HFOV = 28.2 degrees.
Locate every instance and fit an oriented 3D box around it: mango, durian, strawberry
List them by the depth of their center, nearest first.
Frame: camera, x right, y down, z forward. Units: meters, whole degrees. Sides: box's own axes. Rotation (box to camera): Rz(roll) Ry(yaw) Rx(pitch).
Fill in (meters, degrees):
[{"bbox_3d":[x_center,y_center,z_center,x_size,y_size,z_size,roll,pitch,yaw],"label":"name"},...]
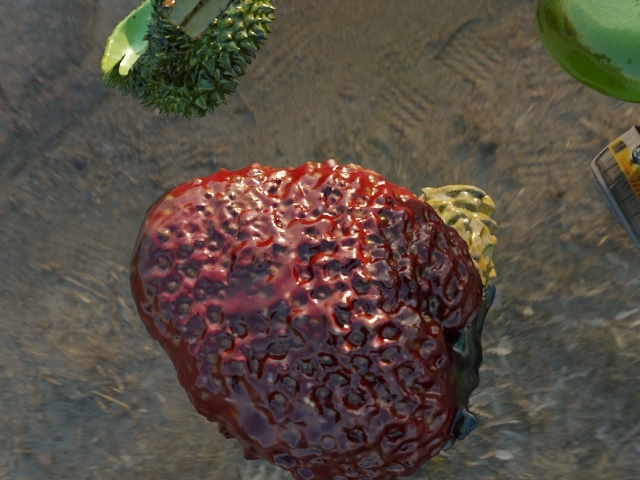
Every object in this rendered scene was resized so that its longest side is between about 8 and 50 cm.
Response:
[{"bbox_3d":[0.229,-0.169,0.980,0.117,0.089,0.163,-19,43,4],"label":"mango"},{"bbox_3d":[-0.006,0.065,1.050,0.261,0.257,0.261,-18,58,31],"label":"strawberry"},{"bbox_3d":[-0.157,-0.258,1.554,0.176,0.200,0.237,35,90,-3],"label":"durian"}]

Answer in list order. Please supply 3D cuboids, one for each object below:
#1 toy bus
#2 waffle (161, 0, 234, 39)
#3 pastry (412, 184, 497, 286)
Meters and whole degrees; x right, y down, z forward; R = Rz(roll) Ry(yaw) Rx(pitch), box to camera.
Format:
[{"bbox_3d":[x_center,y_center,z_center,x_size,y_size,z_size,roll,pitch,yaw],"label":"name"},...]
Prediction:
[{"bbox_3d":[0.287,-0.029,1.088,0.072,0.172,0.057,-34,124,13],"label":"toy bus"},{"bbox_3d":[-0.089,-0.232,1.117,0.042,0.148,0.102,42,101,-14],"label":"waffle"},{"bbox_3d":[0.112,0.041,1.392,0.154,0.102,0.250,1,61,18],"label":"pastry"}]
